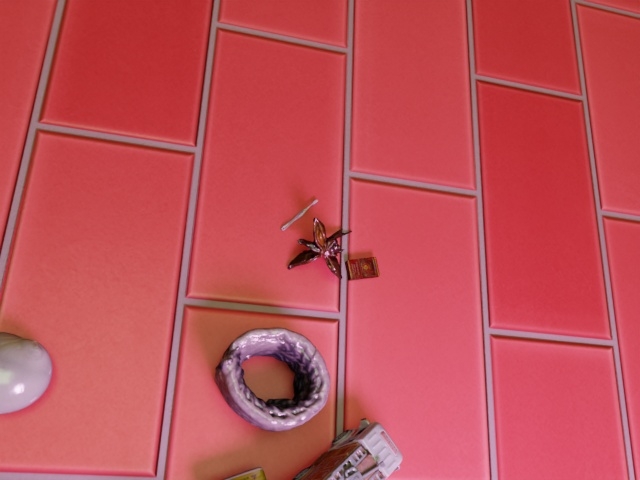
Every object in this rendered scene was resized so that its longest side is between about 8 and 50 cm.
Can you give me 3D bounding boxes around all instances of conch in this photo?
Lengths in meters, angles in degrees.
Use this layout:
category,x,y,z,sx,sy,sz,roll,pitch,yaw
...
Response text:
category,x,y,z,sx,sy,sz,roll,pitch,yaw
conch,-0.672,0.263,1.276,0.221,0.121,0.185,2,41,-10

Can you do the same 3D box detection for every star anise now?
category,x,y,z,sx,sy,sz,roll,pitch,yaw
star anise,0.007,0.007,1.575,0.140,0.158,0.144,17,23,-6

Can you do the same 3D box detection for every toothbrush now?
category,x,y,z,sx,sy,sz,roll,pitch,yaw
toothbrush,-0.054,-0.067,1.609,0.011,0.013,0.131,44,66,13

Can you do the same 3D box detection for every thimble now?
category,x,y,z,sx,sy,sz,roll,pitch,yaw
thimble,-0.112,0.311,1.384,0.245,0.157,0.217,26,64,-7

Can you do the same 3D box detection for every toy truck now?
category,x,y,z,sx,sy,sz,roll,pitch,yaw
toy truck,0.049,0.509,1.313,0.305,0.162,0.136,-28,80,-47

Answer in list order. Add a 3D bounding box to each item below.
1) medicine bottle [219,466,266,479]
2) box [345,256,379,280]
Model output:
category,x,y,z,sx,sy,sz,roll,pitch,yaw
medicine bottle,-0.153,0.588,1.281,0.132,0.088,0.188,-13,55,-20
box,0.109,0.073,1.600,0.082,0.023,0.051,-6,74,-17
